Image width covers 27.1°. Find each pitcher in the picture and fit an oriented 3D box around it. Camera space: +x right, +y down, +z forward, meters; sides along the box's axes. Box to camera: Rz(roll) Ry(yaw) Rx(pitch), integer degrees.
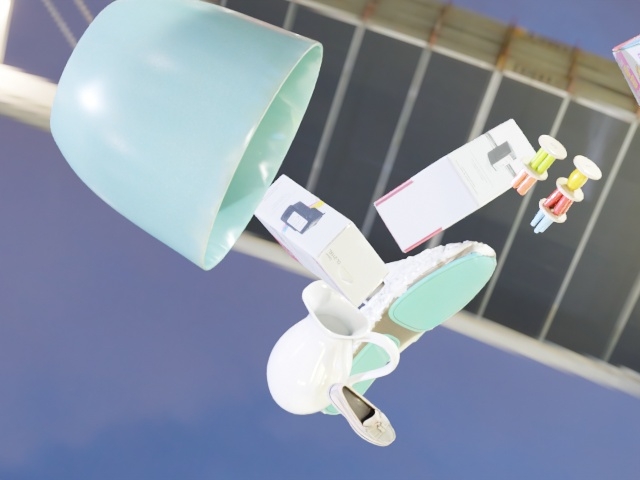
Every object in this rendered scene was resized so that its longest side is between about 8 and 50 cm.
[{"bbox_3d":[0.016,0.186,2.035,0.178,0.207,0.125,35,-140,10],"label":"pitcher"}]

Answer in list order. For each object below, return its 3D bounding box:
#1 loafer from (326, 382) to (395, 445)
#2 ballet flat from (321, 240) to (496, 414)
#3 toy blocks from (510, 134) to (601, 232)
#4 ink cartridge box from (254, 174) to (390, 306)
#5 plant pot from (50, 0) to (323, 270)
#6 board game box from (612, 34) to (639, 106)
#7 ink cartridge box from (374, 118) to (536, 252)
[{"bbox_3d":[0.063,0.254,1.940,0.125,0.039,0.045,42,-116,-8],"label":"loafer"},{"bbox_3d":[0.106,0.118,2.217,0.147,0.409,0.147,44,-168,-12],"label":"ballet flat"},{"bbox_3d":[0.369,-0.086,2.190,0.123,0.148,0.054,29,-148,-10],"label":"toy blocks"},{"bbox_3d":[0.000,0.000,1.869,0.175,0.072,0.127,36,169,46],"label":"ink cartridge box"},{"bbox_3d":[-0.168,-0.147,1.539,0.235,0.293,0.293,27,-151,4],"label":"plant pot"},{"bbox_3d":[0.480,-0.119,1.668,0.316,0.064,0.242,62,-173,-4],"label":"board game box"},{"bbox_3d":[0.260,-0.105,2.476,0.273,0.197,0.114,-29,-93,-51],"label":"ink cartridge box"}]
